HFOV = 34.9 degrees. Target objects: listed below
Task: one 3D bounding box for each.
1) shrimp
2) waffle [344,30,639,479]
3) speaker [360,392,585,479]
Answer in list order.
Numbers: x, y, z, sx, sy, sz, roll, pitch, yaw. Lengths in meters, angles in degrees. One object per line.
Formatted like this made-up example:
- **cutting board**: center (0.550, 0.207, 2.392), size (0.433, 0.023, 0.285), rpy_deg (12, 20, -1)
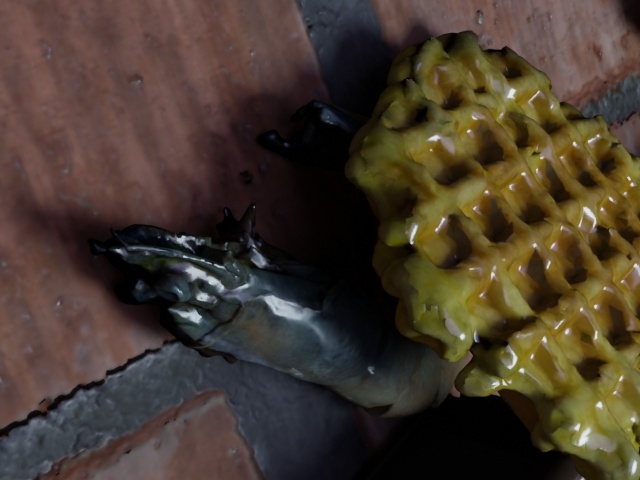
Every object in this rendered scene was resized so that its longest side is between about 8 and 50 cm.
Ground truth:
- **shrimp**: center (0.006, 0.000, 0.606), size (0.289, 0.075, 0.178), rpy_deg (24, 72, -32)
- **waffle**: center (0.140, 0.001, 0.622), size (0.281, 0.058, 0.301), rpy_deg (38, 40, -10)
- **speaker**: center (0.127, 0.238, 0.651), size (0.192, 0.153, 0.231), rpy_deg (-45, 116, -22)
